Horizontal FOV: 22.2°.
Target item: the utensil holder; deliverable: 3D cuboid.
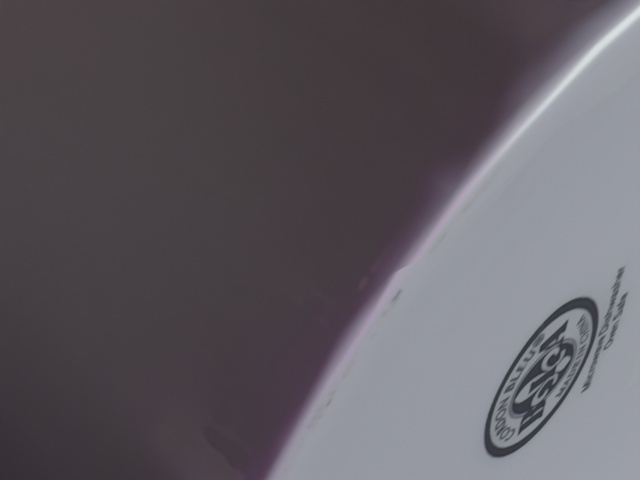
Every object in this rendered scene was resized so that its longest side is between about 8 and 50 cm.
[{"bbox_3d":[-0.056,-0.068,0.531,0.328,0.385,0.327,-36,149,-26],"label":"utensil holder"}]
